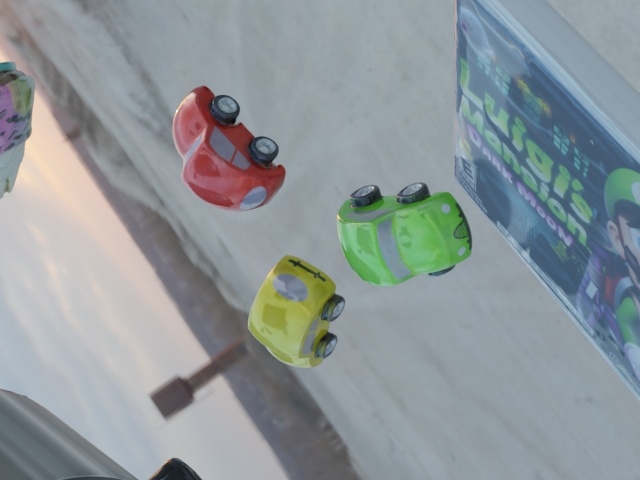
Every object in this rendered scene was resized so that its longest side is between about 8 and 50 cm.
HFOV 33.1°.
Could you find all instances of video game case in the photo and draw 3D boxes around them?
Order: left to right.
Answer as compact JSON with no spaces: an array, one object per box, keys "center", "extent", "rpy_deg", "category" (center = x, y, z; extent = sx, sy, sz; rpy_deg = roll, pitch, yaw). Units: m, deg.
[{"center":[0.120,-0.013,0.482],"extent":[0.190,0.022,0.173],"rpy_deg":[55,168,28],"category":"video game case"}]

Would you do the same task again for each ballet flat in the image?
[{"center":[-0.206,-0.058,0.585],"extent":[0.221,0.076,0.079],"rpy_deg":[13,118,52],"category":"ballet flat"}]

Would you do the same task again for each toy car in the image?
[{"center":[0.000,0.000,0.752],"extent":[0.225,0.053,0.239],"rpy_deg":[-2,118,43],"category":"toy car"}]

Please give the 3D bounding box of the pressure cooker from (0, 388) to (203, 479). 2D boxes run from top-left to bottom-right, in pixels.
[{"center":[-0.311,0.376,1.065],"extent":[0.375,0.370,0.420],"rpy_deg":[2,-167,-44],"category":"pressure cooker"}]
